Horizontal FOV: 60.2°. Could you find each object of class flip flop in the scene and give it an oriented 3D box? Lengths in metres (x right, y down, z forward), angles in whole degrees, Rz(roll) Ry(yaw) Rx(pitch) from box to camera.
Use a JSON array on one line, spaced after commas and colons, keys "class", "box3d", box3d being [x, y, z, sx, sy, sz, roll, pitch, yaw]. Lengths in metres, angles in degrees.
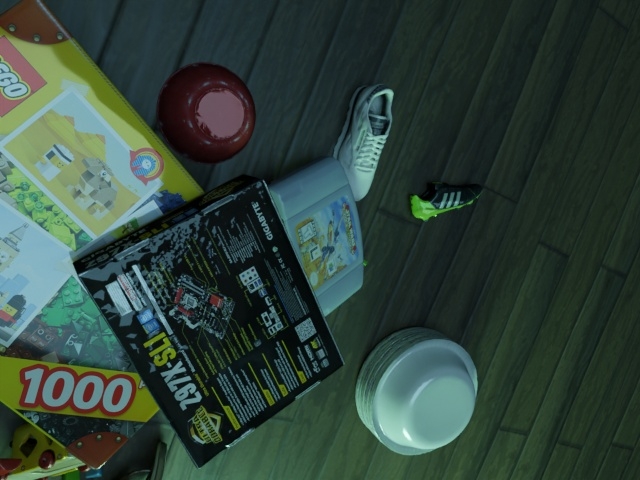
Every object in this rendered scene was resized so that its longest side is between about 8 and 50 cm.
[{"class": "flip flop", "box3d": [-0.378, 0.507, 1.046, 0.080, 0.112, 0.277, 34, 92, -12]}]

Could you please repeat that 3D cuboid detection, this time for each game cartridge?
[{"class": "game cartridge", "box3d": [0.000, 0.000, 1.062, 0.198, 0.062, 0.297, -31, 121, -36]}]

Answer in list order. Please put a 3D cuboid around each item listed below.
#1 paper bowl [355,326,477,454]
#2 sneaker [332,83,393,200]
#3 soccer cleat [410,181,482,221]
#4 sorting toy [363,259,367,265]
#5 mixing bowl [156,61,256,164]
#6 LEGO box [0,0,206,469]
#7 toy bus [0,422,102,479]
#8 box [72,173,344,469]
[{"class": "paper bowl", "box3d": [0.233, 0.352, 1.256, 0.284, 0.148, 0.284, -6, 105, -23]}, {"class": "sneaker", "box3d": [0.088, -0.192, 1.095, 0.090, 0.095, 0.235, 3, 102, -27]}, {"class": "soccer cleat", "box3d": [0.281, -0.102, 1.223, 0.178, 0.060, 0.072, -22, 108, -16]}, {"class": "sorting toy", "box3d": [0.061, 0.055, 1.183, 0.083, 0.012, 0.062, 11, 96, -25]}, {"class": "mixing bowl", "box3d": [-0.185, -0.221, 0.962, 0.181, 0.098, 0.181, -5, 103, -24]}, {"class": "LEGO box", "box3d": [-0.358, 0.001, 0.772, 0.372, 0.193, 0.500, -45, 116, -14]}, {"class": "toy bus", "box3d": [-0.479, 0.356, 0.955, 0.202, 0.191, 0.104, 4, 57, -26]}, {"class": "box", "box3d": [-0.135, 0.108, 0.757, 0.257, 0.079, 0.322, -31, 113, -18]}]
